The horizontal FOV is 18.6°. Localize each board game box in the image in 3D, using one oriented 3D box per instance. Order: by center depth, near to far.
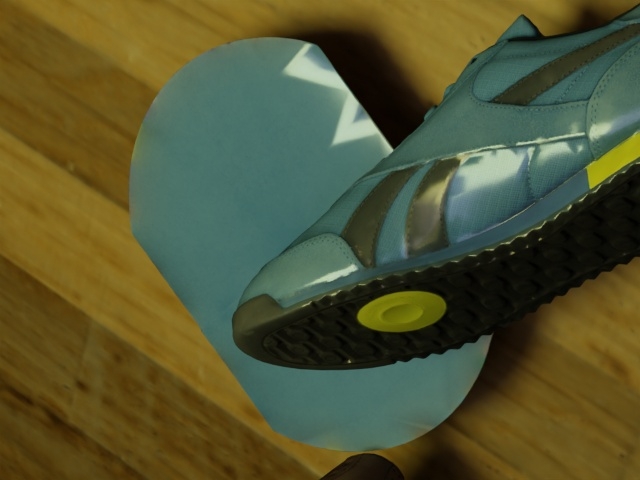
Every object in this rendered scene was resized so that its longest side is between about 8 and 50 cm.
[{"bbox_3d":[0.000,0.000,0.760,0.133,0.033,0.168,-40,84,40],"label":"board game box"}]

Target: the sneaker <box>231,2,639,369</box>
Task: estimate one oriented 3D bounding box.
[{"bbox_3d":[0.056,-0.021,0.672,0.209,0.069,0.082,-28,57,27],"label":"sneaker"}]

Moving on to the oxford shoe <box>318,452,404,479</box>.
[{"bbox_3d":[-0.004,0.189,0.825,0.097,0.098,0.271,26,143,6],"label":"oxford shoe"}]
